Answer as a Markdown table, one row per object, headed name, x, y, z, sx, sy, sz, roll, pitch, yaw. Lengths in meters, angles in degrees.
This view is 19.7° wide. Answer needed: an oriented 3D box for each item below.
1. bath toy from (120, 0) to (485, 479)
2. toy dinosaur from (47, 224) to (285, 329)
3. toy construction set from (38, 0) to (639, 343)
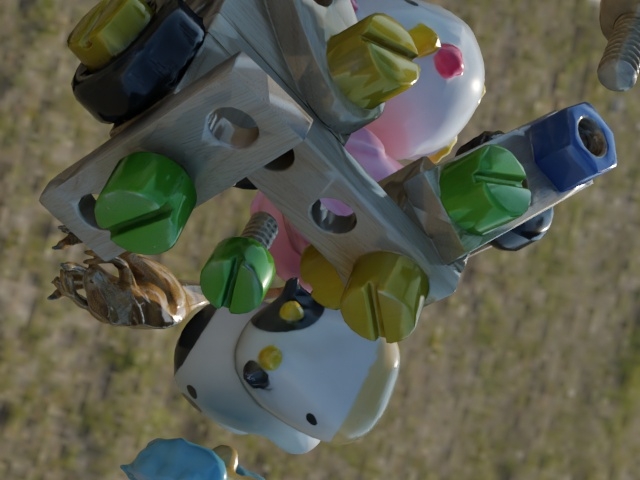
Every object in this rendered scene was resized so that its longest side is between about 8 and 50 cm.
| name | x | y | z | sx | sy | sz | roll | pitch | yaw |
| --- | --- | --- | --- | --- | --- | --- | --- | --- | --- |
| bath toy | 0.000 | 0.000 | 1.047 | 0.129 | 0.151 | 0.348 | 46 | 59 | -46 |
| toy dinosaur | -0.099 | 0.032 | 1.085 | 0.211 | 0.112 | 0.064 | -8 | 125 | -66 |
| toy construction set | 0.033 | -0.044 | 0.777 | 0.237 | 0.308 | 0.257 | -61 | 141 | -51 |
